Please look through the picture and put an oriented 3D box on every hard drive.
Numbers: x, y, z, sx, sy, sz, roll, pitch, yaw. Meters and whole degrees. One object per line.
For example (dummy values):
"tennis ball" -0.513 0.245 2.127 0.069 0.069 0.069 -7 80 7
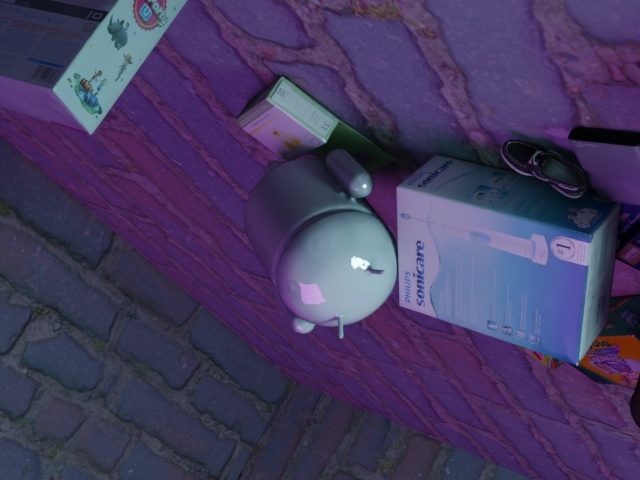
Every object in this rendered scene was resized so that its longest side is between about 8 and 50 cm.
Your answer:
"hard drive" 0.379 -0.092 1.135 0.094 0.022 0.135 14 156 42

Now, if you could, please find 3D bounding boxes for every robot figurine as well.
"robot figurine" 0.000 0.000 1.437 0.200 0.300 0.353 5 -149 -27

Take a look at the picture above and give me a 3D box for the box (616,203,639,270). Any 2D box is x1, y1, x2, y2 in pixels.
"box" 0.504 0.024 1.248 0.225 0.036 0.136 28 163 8

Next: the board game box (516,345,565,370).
"board game box" 0.382 0.129 1.558 0.092 0.043 0.181 35 146 47

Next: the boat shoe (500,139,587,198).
"boat shoe" 0.296 -0.099 1.183 0.125 0.046 0.038 37 173 14

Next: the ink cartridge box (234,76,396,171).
"ink cartridge box" -0.013 -0.166 1.493 0.235 0.056 0.171 36 162 -16

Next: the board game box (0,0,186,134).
"board game box" -0.306 -0.301 1.150 0.224 0.303 0.097 19 160 31

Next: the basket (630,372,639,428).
"basket" 0.534 0.172 1.231 0.204 0.154 0.227 9 137 27

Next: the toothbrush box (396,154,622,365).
"toothbrush box" 0.265 0.021 1.304 0.295 0.126 0.216 16 126 31

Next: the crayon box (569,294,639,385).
"crayon box" 0.526 0.178 1.562 0.165 0.081 0.278 34 162 -13
